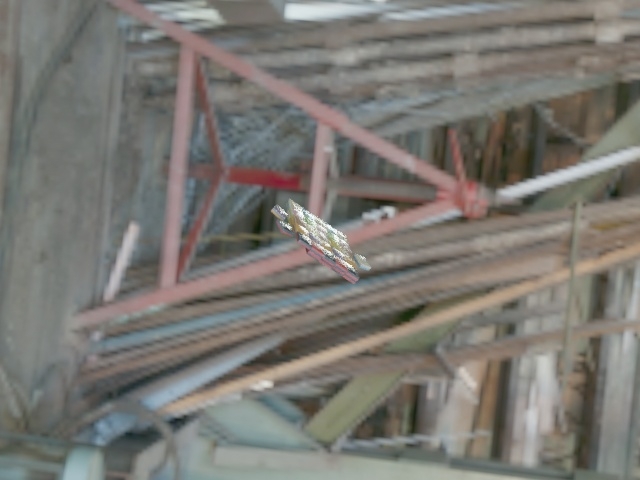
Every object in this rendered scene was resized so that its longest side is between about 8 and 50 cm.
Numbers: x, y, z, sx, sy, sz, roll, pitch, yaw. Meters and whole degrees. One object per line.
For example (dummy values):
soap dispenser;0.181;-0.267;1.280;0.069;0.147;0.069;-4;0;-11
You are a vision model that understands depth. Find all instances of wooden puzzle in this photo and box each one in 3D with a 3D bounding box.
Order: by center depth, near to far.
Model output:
wooden puzzle;0.000;0.000;0.849;0.006;0.083;0.049;-47;-152;19
